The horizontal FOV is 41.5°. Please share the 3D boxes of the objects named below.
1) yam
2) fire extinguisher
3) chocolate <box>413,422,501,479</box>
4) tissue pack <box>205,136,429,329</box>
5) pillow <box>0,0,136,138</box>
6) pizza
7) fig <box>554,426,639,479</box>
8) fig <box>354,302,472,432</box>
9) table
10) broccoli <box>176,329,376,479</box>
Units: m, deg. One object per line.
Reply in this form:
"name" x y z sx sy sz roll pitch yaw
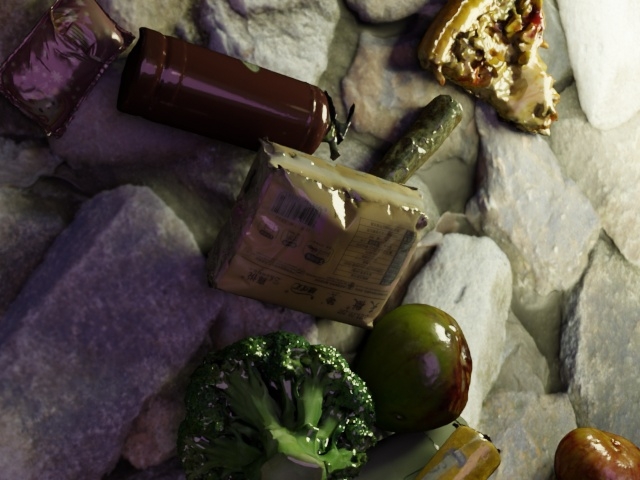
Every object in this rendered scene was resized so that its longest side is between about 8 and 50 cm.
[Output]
"yam" 0.117 -0.115 1.285 0.274 0.061 0.061 -47 108 -18
"fire extinguisher" -0.097 -0.190 1.153 0.337 0.114 0.136 15 56 -25
"chocolate" 0.153 0.353 1.147 0.219 0.085 0.086 -44 107 -20
"tissue pack" 0.000 0.000 1.160 0.256 0.123 0.215 18 114 -23
"pillow" -0.327 -0.233 1.078 0.118 0.043 0.185 42 76 -26
"pizza" 0.273 -0.288 1.357 0.251 0.074 0.288 -18 96 -22
"fig" 0.469 0.400 1.412 0.149 0.148 0.202 -15 131 -2
"fig" 0.133 0.191 1.232 0.191 0.181 0.181 -39 108 7
"table" 0.119 0.349 1.243 0.219 0.126 0.127 -20 98 -26
"broccoli" -0.053 0.253 1.090 0.269 0.270 0.270 -2 103 -7
